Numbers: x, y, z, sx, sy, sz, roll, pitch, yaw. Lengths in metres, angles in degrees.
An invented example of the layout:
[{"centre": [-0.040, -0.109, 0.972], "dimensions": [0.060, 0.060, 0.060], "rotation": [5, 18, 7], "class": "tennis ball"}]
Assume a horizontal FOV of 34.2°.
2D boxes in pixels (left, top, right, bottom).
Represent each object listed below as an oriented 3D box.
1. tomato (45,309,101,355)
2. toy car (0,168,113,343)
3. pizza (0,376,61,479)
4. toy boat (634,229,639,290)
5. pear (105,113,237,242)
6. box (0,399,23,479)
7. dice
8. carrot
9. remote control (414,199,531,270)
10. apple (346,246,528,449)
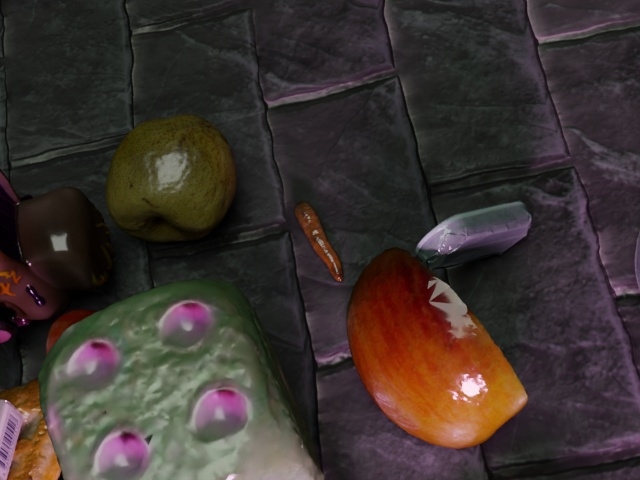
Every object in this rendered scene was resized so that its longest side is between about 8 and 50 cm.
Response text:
[{"centre": [-0.368, 0.162, 1.691], "dimensions": [0.156, 0.069, 0.155], "rotation": [7, 42, -7], "class": "tomato"}, {"centre": [-0.495, -0.001, 1.672], "dimensions": [0.240, 0.340, 0.271], "rotation": [-18, 63, 11], "class": "toy car"}, {"centre": [-0.537, 0.375, 1.603], "dimensions": [0.278, 0.114, 0.408], "rotation": [12, 57, 26], "class": "pizza"}, {"centre": [0.589, -0.037, 1.626], "dimensions": [0.141, 0.092, 0.319], "rotation": [30, 80, 22], "class": "toy boat"}, {"centre": [-0.253, -0.110, 1.764], "dimensions": [0.229, 0.188, 0.211], "rotation": [0, 67, 14], "class": "pear"}, {"centre": [-0.548, 0.359, 1.512], "dimensions": [0.168, 0.071, 0.259], "rotation": [-1, 56, 12], "class": "box"}, {"centre": [-0.198, 0.269, 1.495], "dimensions": [0.330, 0.318, 0.322], "rotation": [-25, 61, -3], "class": "dice"}, {"centre": [-0.002, 0.001, 1.750], "dimensions": [0.036, 0.035, 0.165], "rotation": [-26, 64, -2], "class": "carrot"}, {"centre": [0.242, -0.007, 1.612], "dimensions": [0.247, 0.104, 0.052], "rotation": [-13, 61, -44], "class": "remote control"}, {"centre": [0.155, 0.155, 1.577], "dimensions": [0.346, 0.179, 0.254], "rotation": [48, 119, 27], "class": "apple"}]
